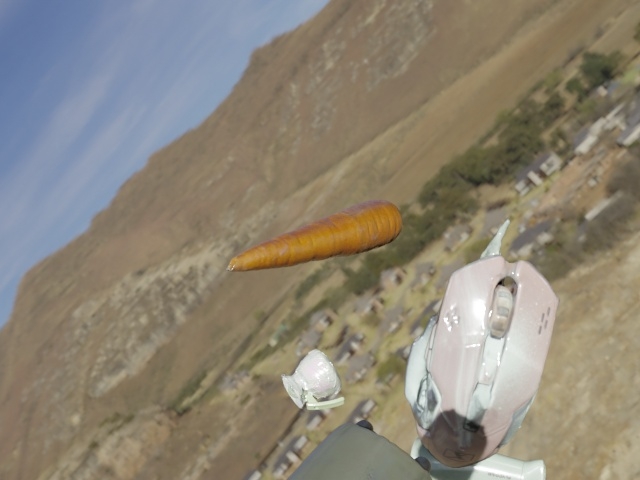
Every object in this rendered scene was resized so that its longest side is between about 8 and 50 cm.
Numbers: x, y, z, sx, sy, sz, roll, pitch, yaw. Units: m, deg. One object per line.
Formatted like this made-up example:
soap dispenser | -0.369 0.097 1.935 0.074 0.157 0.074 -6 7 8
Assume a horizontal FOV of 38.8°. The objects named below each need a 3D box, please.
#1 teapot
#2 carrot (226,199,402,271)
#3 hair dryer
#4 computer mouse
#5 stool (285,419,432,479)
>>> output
teapot | -0.008 0.187 1.166 0.064 0.083 0.064 -30 -35 -15
carrot | 0.000 0.000 0.783 0.216 0.048 0.048 -17 -19 -47
hair dryer | 0.255 0.273 1.424 0.075 0.207 0.237 15 -100 -71
computer mouse | 0.237 0.164 1.296 0.115 0.200 0.388 -89 10 -73
stool | 0.016 0.176 0.570 0.110 0.096 0.096 -48 6 -26
